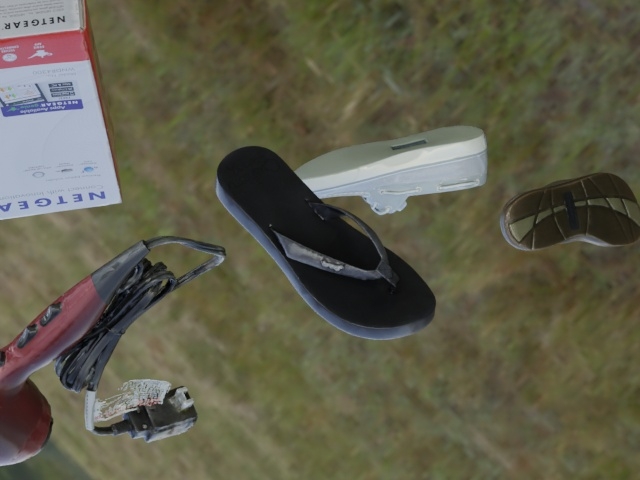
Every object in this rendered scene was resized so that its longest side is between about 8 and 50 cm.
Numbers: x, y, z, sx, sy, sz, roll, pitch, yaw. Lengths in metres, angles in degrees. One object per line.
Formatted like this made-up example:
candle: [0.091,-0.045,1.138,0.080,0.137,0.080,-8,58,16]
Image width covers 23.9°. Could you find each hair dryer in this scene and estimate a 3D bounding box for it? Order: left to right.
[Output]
hair dryer: [-0.224,0.080,1.147,0.080,0.293,0.224,-124,33,-43]

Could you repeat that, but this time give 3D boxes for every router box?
router box: [-0.356,-0.114,1.334,0.301,0.335,0.082,90,171,-64]

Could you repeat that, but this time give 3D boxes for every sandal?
sandal: [-0.001,0.000,1.415,0.254,0.097,0.054,39,147,15]
sandal: [0.285,-0.027,1.753,0.060,0.219,0.090,-8,93,56]

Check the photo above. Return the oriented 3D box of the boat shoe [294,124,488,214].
boat shoe: [0.083,-0.069,1.728,0.079,0.227,0.081,-105,3,-68]
